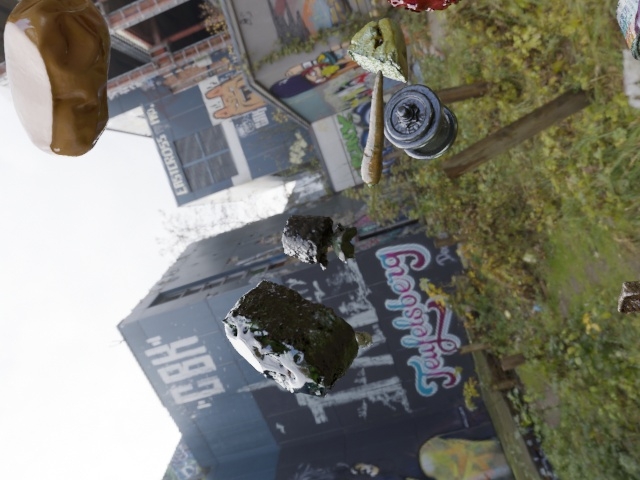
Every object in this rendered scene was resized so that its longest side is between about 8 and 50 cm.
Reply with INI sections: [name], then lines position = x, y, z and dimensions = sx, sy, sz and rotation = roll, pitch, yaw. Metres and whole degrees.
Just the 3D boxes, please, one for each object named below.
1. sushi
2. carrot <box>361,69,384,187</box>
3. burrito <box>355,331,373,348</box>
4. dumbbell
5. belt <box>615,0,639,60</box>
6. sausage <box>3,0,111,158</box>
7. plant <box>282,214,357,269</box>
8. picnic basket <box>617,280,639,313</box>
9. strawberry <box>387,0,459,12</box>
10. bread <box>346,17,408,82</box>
[sushi]
position = -0.054, 0.162, 0.742
dimensions = 0.127, 0.224, 0.124
rotation = -44, -40, -32
[carrot]
position = 0.115, -0.229, 0.958
dimensions = 0.049, 0.049, 0.255
rotation = -93, 3, -56
[burrito]
position = 0.131, 0.339, 1.546
dimensions = 0.203, 0.064, 0.064
rotation = 27, -135, -63
[dumbbell]
position = 0.304, -0.353, 1.378
dimensions = 0.289, 0.192, 0.192
rotation = 8, -117, -57
[belt]
position = 0.889, -0.574, 1.152
dimensions = 0.295, 0.206, 0.161
rotation = 3, -113, -58
[sausage]
position = -0.368, -0.229, 0.652
dimensions = 0.136, 0.120, 0.241
rotation = -52, -9, -51
[plant]
position = 0.000, 0.000, 1.269
dimensions = 0.143, 0.203, 0.131
rotation = -61, -28, -32
[picnic basket]
position = 0.959, 0.169, 1.365
dimensions = 0.193, 0.110, 0.055
rotation = 47, -138, -52
[strawberry]
position = 0.105, -0.439, 0.559
dimensions = 0.220, 0.274, 0.274
rotation = 34, 160, 43
[bread]
position = 0.150, -0.436, 1.025
dimensions = 0.156, 0.110, 0.103
rotation = 34, -178, 27
